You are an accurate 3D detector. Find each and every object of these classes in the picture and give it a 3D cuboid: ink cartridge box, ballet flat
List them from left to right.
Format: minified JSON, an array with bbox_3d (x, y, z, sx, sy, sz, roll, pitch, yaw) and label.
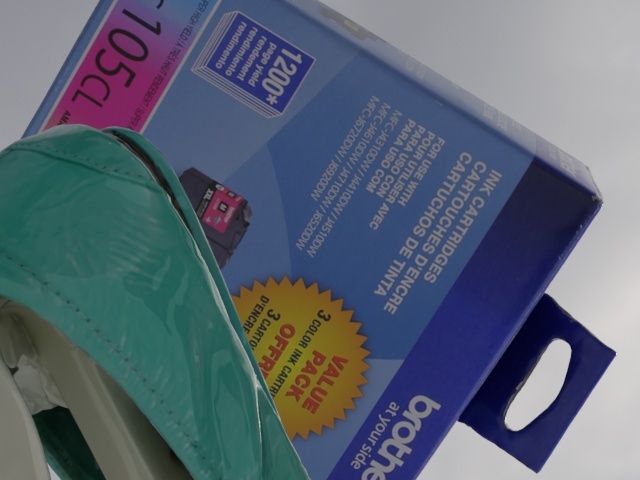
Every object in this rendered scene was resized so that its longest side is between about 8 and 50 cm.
[{"bbox_3d":[-0.030,0.090,0.439,0.087,0.247,0.083,-34,6,-34],"label":"ballet flat"},{"bbox_3d":[0.000,0.000,1.122,0.395,0.151,0.270,31,-78,-3],"label":"ink cartridge box"}]
